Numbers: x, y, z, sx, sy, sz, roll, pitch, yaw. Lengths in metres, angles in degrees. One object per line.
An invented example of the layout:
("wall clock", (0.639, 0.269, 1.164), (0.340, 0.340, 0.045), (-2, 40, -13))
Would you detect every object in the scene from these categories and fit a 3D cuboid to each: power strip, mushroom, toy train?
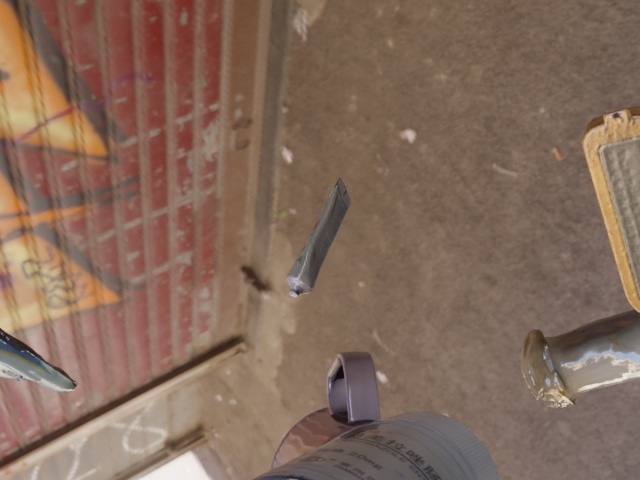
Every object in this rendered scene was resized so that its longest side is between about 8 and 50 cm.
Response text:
("power strip", (0.214, -0.007, 0.582), (0.049, 0.028, 0.178), (-13, 112, 25))
("mushroom", (0.275, 0.093, 0.756), (0.223, 0.092, 0.081), (-11, 129, 36))
("toy train", (-0.347, 0.091, 0.872), (0.234, 0.051, 0.052), (36, 165, -5))

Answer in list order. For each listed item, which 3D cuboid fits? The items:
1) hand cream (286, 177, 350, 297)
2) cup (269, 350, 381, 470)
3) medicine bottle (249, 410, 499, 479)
("hand cream", (0.000, 0.000, 1.112), (0.037, 0.165, 0.057), (11, 149, 26))
("cup", (0.058, 0.314, 1.214), (0.208, 0.288, 0.273), (27, 168, -4))
("medicine bottle", (0.051, 0.289, 0.900), (0.190, 0.332, 0.189), (0, 91, 27))
